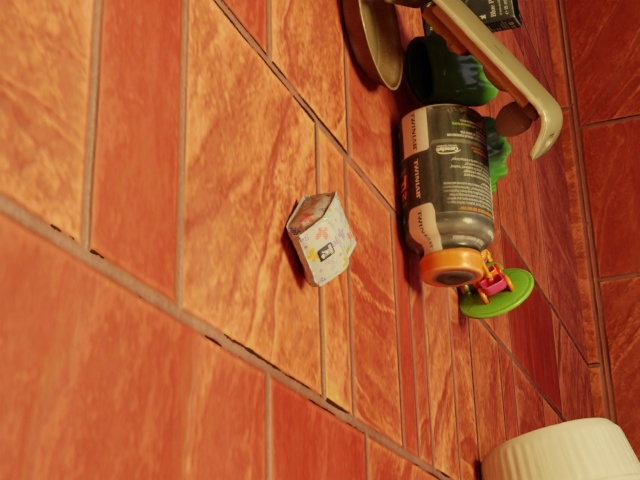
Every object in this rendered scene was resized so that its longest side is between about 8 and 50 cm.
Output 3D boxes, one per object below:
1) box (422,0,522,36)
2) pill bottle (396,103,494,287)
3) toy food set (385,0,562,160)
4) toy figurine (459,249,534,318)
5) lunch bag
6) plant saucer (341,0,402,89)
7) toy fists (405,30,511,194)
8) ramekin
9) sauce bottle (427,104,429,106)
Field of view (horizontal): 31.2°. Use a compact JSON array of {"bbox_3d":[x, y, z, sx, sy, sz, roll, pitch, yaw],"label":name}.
[{"bbox_3d":[0.257,-0.438,1.997,0.093,0.158,0.155,-1,82,-72],"label":"box"},{"bbox_3d":[0.179,-0.060,1.631,0.130,0.131,0.245,44,41,-61],"label":"pill bottle"},{"bbox_3d":[0.222,-0.243,1.644,0.306,0.092,0.220,48,18,6],"label":"toy food set"},{"bbox_3d":[0.252,0.018,1.870,0.159,0.130,0.173,61,3,-23],"label":"toy figurine"},{"bbox_3d":[0.000,0.000,1.204,0.083,0.053,0.071,-59,135,-50],"label":"lunch bag"},{"bbox_3d":[0.067,-0.301,1.570,0.198,0.036,0.198,-10,90,-72],"label":"plant saucer"},{"bbox_3d":[0.220,-0.200,1.811,0.142,0.096,0.279,-9,90,-31],"label":"toy fists"},{"bbox_3d":[0.379,0.377,1.821,0.273,0.273,0.127,40,32,-63],"label":"ramekin"},{"bbox_3d":[0.196,-0.215,1.896,0.042,0.042,0.128,50,34,-56],"label":"sauce bottle"}]
